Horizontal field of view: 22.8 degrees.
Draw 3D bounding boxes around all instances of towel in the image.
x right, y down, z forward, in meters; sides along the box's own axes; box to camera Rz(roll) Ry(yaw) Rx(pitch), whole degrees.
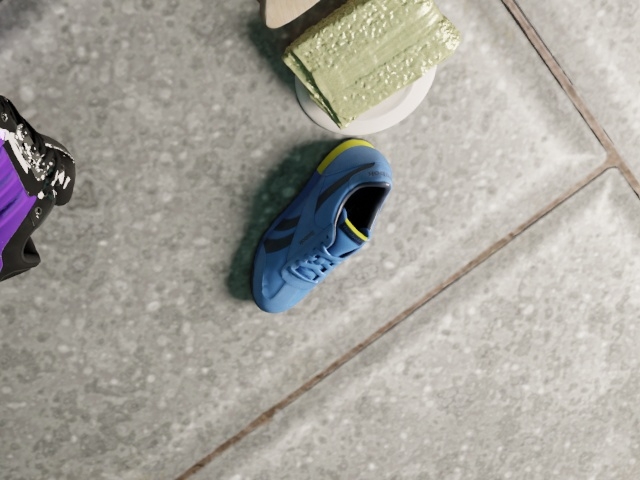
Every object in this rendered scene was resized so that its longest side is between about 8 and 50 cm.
[{"bbox_3d":[0.047,-0.178,1.459,0.148,0.027,0.110,-35,125,7],"label":"towel"}]

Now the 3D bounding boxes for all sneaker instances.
[{"bbox_3d":[-0.288,-0.083,1.390,0.146,0.102,0.293,-6,129,-20],"label":"sneaker"},{"bbox_3d":[0.000,0.000,1.550,0.069,0.082,0.209,22,115,-32],"label":"sneaker"}]

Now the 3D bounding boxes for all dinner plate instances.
[{"bbox_3d":[0.045,-0.158,1.499,0.141,0.017,0.141,-9,124,-14],"label":"dinner plate"}]

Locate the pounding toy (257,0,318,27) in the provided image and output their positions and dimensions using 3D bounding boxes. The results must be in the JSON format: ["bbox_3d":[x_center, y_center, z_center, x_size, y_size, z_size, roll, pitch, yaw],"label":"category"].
[{"bbox_3d":[-0.037,-0.296,1.288,0.154,0.155,0.269,-15,127,-15],"label":"pounding toy"}]
